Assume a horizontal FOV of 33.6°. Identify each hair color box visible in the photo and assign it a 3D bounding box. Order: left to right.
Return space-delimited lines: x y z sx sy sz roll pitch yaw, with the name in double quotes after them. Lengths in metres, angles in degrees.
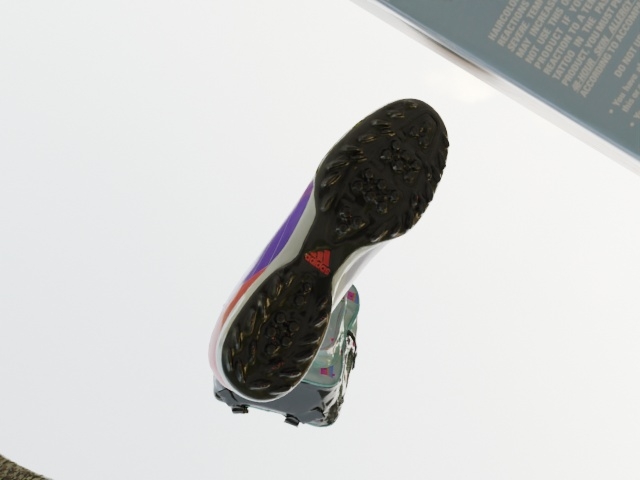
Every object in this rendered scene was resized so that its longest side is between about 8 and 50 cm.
0.181 -0.088 0.539 0.374 0.114 0.185 30 -170 -9 "hair color box"

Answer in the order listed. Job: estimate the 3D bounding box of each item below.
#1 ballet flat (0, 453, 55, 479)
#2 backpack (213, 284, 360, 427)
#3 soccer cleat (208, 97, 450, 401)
-0.328 0.209 0.808 0.482 0.164 0.182 11 -173 43 "ballet flat"
-0.035 0.106 1.259 0.165 0.144 0.188 10 -146 9 "backpack"
0.000 0.000 0.978 0.108 0.318 0.116 37 169 -19 "soccer cleat"
